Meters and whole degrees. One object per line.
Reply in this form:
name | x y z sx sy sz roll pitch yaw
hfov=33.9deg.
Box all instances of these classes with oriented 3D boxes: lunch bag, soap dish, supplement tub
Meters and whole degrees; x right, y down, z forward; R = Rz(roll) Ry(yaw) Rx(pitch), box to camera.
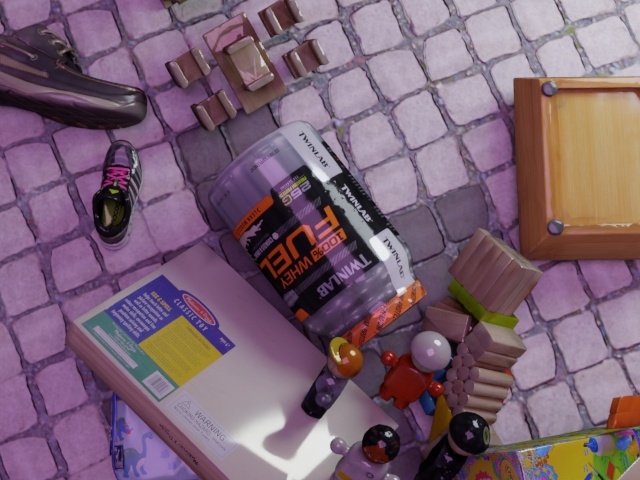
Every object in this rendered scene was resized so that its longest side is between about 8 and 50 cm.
lunch bag | -0.195 0.270 1.523 0.219 0.090 0.176 1 76 -3
soap dish | 0.416 -0.117 1.596 0.229 0.118 0.291 -1 81 -2
supplement tub | 0.000 0.000 1.522 0.193 0.193 0.316 -38 84 -8

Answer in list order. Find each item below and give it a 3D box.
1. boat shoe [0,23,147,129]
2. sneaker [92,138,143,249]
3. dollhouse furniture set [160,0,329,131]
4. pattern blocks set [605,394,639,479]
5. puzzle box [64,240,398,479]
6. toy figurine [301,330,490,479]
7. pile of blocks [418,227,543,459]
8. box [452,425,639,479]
boat shoe | -0.430 -0.262 1.582 0.355 0.132 0.130 13 80 -1
sneaker | -0.307 -0.074 1.582 0.063 0.075 0.170 7 80 -1
dollhouse furniture set | -0.146 -0.319 1.622 0.212 0.161 0.242 -32 105 -7
pattern blocks set | 0.474 0.324 1.391 0.325 0.026 0.285 -26 88 -28
puzzle box | -0.118 0.199 1.456 0.409 0.052 0.272 43 44 13
toy figurine | 0.098 0.230 1.402 0.209 0.148 0.213 3 50 -29
pile of blocks | 0.234 0.170 1.561 0.112 0.149 0.362 17 89 -42
box | 0.356 0.412 1.429 0.279 0.177 0.290 -3 79 -27
